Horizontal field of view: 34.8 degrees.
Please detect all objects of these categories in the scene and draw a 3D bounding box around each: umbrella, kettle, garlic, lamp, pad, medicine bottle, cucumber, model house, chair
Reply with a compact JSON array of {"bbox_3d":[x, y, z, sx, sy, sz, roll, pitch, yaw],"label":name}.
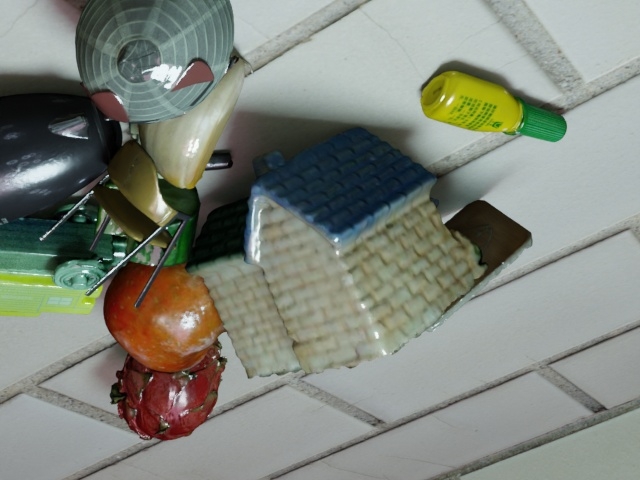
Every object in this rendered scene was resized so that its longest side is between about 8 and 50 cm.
[{"bbox_3d":[-0.230,-0.147,1.920,0.133,0.031,0.036,-6,119,-6],"label":"umbrella"},{"bbox_3d":[-0.481,-0.148,1.738,0.290,0.208,0.268,-18,174,-13],"label":"kettle"},{"bbox_3d":[-0.206,-0.210,1.689,0.245,0.145,0.164,-61,148,0],"label":"garlic"},{"bbox_3d":[-0.249,-0.292,1.516,0.265,0.233,0.233,-28,142,19],"label":"lamp"},{"bbox_3d":[0.269,0.041,2.065,0.284,0.286,0.018,-41,114,1],"label":"pad"},{"bbox_3d":[0.331,-0.238,1.898,0.308,0.076,0.111,12,146,-29],"label":"medicine bottle"},{"bbox_3d":[-0.309,-0.034,1.907,0.191,0.191,0.130,2,121,-18],"label":"cucumber"},{"bbox_3d":[0.000,0.000,1.918,0.445,0.400,0.395,-19,-168,46],"label":"model house"},{"bbox_3d":[-0.322,-0.037,1.706,0.247,0.159,0.172,-49,153,9],"label":"chair"}]

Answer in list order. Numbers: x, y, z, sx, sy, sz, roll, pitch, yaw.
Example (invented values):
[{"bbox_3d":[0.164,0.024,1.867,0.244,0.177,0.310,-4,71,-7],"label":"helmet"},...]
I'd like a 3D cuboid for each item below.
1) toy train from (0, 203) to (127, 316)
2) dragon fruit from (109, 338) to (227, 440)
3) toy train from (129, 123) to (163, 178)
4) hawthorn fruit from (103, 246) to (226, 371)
[{"bbox_3d":[-0.602,0.038,1.972,0.441,0.179,0.272,6,149,-24],"label":"toy train"},{"bbox_3d":[-0.350,0.336,2.397,0.299,0.244,0.244,-43,139,5],"label":"dragon fruit"},{"bbox_3d":[-0.278,-0.187,1.812,0.125,0.081,0.194,7,143,-8],"label":"toy train"},{"bbox_3d":[-0.308,0.138,2.109,0.284,0.284,0.284,-7,146,-5],"label":"hawthorn fruit"}]
